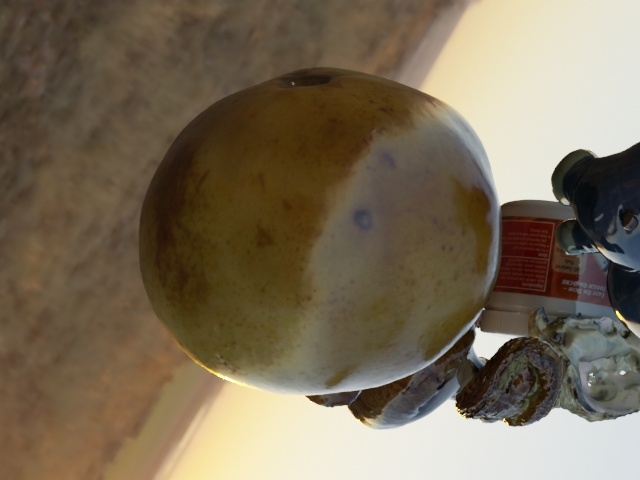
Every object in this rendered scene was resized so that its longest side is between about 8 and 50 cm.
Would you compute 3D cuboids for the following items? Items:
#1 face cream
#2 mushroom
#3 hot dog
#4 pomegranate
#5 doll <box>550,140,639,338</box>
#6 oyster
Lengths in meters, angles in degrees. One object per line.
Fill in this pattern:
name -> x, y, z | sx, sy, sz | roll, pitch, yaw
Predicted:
face cream -> 0.331, 0.050, 1.972 | 0.201, 0.201, 0.187 | 120, -21, -85
mushroom -> 0.147, 0.183, 2.083 | 0.267, 0.254, 0.267 | -29, 169, -6
hot dog -> 0.208, 0.161, 1.567 | 0.147, 0.099, 0.065 | 126, -33, -48
pomegranate -> 0.000, 0.000, 1.610 | 0.416, 0.417, 0.416 | -60, 180, 0
doll -> 0.378, 0.002, 1.521 | 0.228, 0.258, 0.154 | -25, -150, 26
oyster -> 0.345, 0.157, 1.856 | 0.163, 0.191, 0.081 | -37, -178, -26
